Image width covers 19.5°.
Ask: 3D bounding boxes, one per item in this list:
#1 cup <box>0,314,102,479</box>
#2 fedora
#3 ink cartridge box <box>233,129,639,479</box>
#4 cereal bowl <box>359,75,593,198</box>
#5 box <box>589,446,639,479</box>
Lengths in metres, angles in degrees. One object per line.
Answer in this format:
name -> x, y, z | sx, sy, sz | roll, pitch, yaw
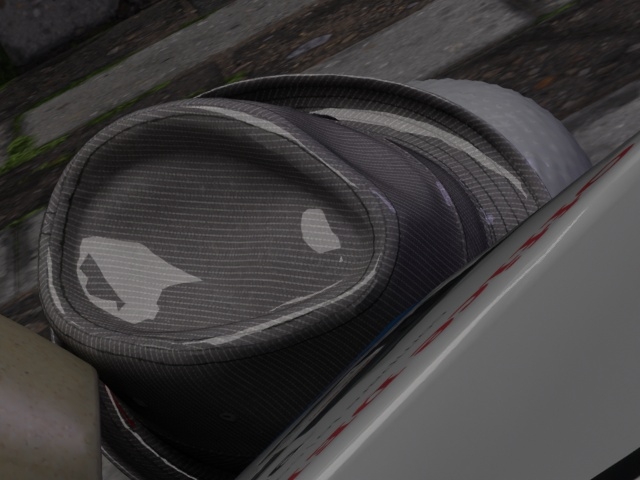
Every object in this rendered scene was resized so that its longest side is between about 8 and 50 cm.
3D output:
cup -> -0.216, 0.144, 0.826 | 0.237, 0.331, 0.331 | 0, 16, -8
fedora -> -0.028, 0.014, 0.902 | 0.275, 0.124, 0.243 | 13, 77, 25
ink cartridge box -> 0.038, 0.104, 0.568 | 0.223, 0.129, 0.307 | -43, -1, -21
cereal bowl -> 0.000, 0.000, 1.104 | 0.339, 0.141, 0.339 | -24, 19, 9
box -> 0.170, 0.141, 0.299 | 0.103, 0.184, 0.261 | -27, 32, -29
